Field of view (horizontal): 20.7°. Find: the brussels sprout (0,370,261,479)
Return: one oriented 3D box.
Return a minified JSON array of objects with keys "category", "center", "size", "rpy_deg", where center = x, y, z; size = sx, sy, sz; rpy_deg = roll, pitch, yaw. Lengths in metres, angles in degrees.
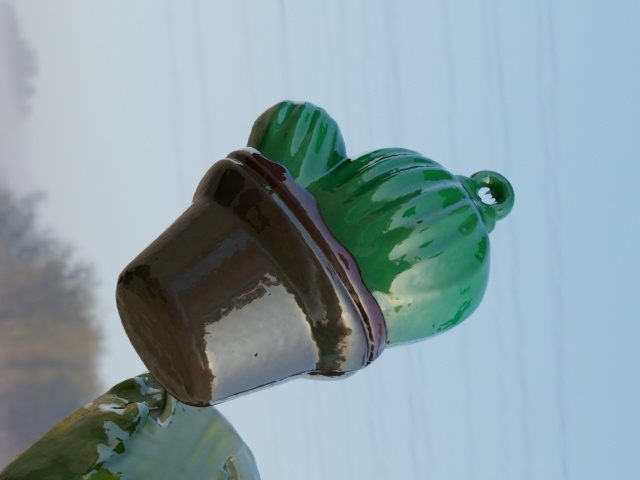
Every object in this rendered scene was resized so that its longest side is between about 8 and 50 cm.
[{"category":"brussels sprout","center":[-0.139,0.217,1.172],"size":[0.271,0.210,0.219],"rpy_deg":[-56,165,-30]}]

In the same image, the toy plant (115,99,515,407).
[{"category":"toy plant","center":[0.000,0.000,0.831],"size":[0.143,0.200,0.105],"rpy_deg":[50,-29,19]}]
